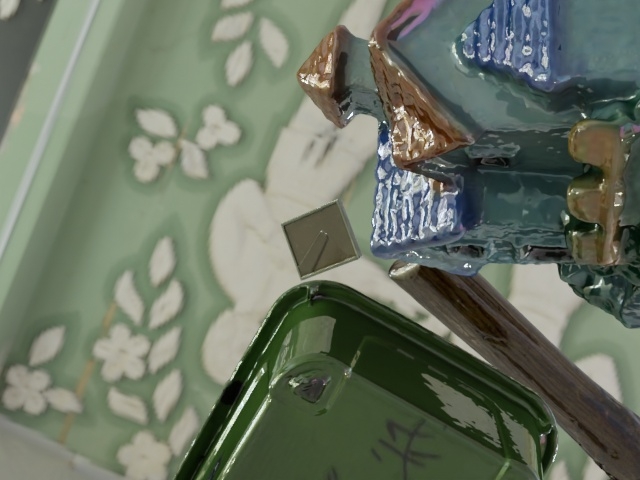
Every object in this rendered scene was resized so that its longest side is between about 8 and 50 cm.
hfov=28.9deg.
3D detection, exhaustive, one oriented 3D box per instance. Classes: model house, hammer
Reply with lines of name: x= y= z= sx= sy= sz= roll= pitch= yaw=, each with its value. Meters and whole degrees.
model house: x=0.129 y=-0.090 z=0.997 sx=0.329 sy=0.251 sz=0.295 roll=6 pitch=166 yaw=8
hammer: x=0.238 y=0.141 z=1.183 sx=0.409 sy=0.242 sz=0.095 roll=44 pitch=-135 yaw=-2

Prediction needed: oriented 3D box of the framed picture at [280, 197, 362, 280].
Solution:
framed picture: x=0.000 y=0.000 z=1.281 sx=0.089 sy=0.066 sz=0.007 roll=-23 pitch=176 yaw=42

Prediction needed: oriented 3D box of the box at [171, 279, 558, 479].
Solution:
box: x=0.010 y=0.226 z=0.918 sx=0.253 sy=0.328 sz=0.178 roll=28 pitch=-170 yaw=-3
